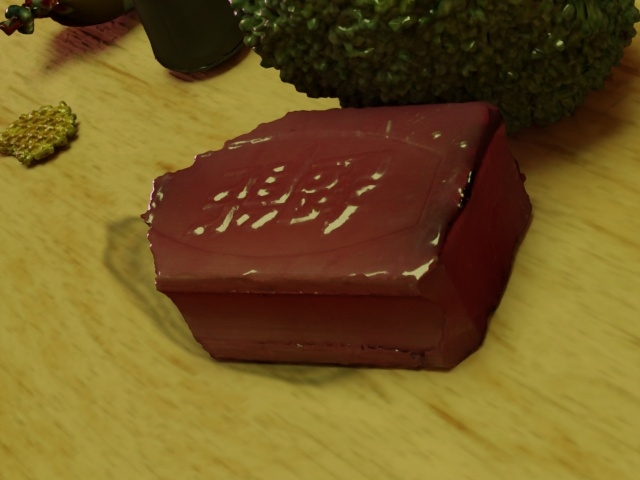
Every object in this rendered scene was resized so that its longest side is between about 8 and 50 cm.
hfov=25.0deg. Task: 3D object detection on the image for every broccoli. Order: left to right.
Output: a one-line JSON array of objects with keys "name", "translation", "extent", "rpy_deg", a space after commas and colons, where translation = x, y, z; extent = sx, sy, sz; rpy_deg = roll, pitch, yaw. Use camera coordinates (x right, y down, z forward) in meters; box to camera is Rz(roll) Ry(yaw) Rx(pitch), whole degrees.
[{"name": "broccoli", "translation": [0.068, -0.183, 1.011], "extent": [0.235, 0.288, 0.260], "rpy_deg": [-50, 41, 0]}]

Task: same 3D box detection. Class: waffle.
[{"name": "waffle", "translation": [-0.255, -0.095, 1.300], "extent": [0.078, 0.016, 0.085], "rpy_deg": [-35, 38, -10]}]

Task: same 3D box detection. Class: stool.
[{"name": "stool", "translation": [-0.117, -0.210, 1.275], "extent": [0.096, 0.110, 0.096], "rpy_deg": [-14, 41, 12]}]

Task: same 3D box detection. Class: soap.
[{"name": "soap", "translation": [0.000, 0.000, 0.969], "extent": [0.250, 0.099, 0.162], "rpy_deg": [-2, 50, 30]}]

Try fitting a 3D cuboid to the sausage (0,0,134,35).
[{"name": "sausage", "translation": [-0.193, -0.297, 1.418], "extent": [0.317, 0.117, 0.125], "rpy_deg": [-40, 45, -18]}]
